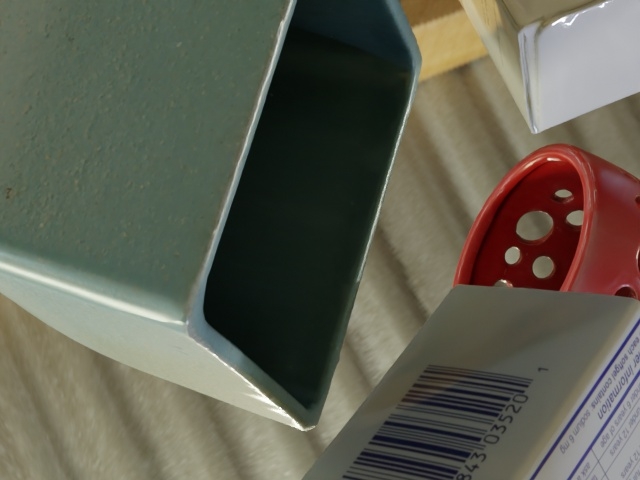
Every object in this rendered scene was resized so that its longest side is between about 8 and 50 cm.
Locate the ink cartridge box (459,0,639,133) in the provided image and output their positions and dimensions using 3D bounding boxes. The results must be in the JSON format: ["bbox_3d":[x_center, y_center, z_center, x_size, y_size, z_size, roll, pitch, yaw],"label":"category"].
[{"bbox_3d":[0.165,-0.238,0.997,0.211,0.121,0.289,-22,-120,-1],"label":"ink cartridge box"}]

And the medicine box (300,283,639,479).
[{"bbox_3d":[0.125,0.220,0.951,0.263,0.149,0.289,-50,-56,-30],"label":"medicine box"}]

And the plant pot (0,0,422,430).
[{"bbox_3d":[-0.112,-0.063,0.880,0.252,0.248,0.247,13,-105,18],"label":"plant pot"}]

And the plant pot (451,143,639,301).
[{"bbox_3d":[0.223,0.039,1.243,0.174,0.191,0.191,20,-104,-20],"label":"plant pot"}]
